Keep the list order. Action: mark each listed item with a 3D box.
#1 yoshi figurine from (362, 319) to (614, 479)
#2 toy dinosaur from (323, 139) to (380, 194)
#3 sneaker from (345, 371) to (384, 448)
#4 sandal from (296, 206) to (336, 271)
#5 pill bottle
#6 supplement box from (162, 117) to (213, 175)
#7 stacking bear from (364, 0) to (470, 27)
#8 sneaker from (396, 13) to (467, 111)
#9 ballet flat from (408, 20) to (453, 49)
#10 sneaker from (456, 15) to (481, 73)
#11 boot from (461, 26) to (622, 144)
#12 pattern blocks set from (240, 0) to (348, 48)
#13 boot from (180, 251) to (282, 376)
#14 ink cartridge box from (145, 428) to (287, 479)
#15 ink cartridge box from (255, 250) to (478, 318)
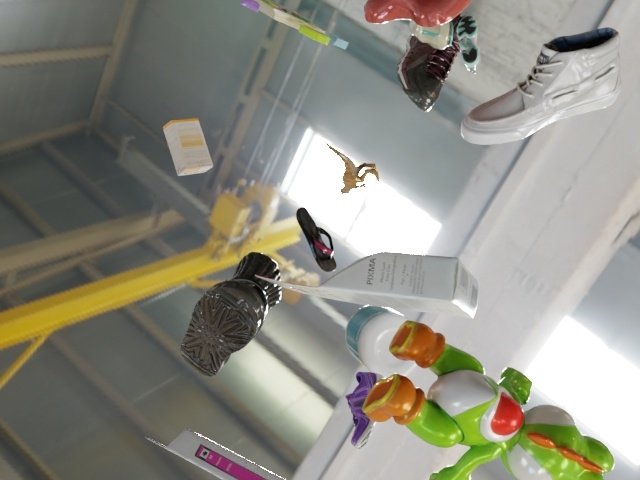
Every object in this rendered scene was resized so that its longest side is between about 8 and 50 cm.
[{"bbox_3d":[0.246,0.269,1.320,0.362,0.203,0.203,29,-156,-5],"label":"yoshi figurine"},{"bbox_3d":[0.074,-0.154,2.042,0.112,0.211,0.064,-10,-120,0],"label":"toy dinosaur"},{"bbox_3d":[0.081,0.342,1.816,0.071,0.068,0.170,13,-130,2],"label":"sneaker"},{"bbox_3d":[0.000,0.000,1.984,0.067,0.040,0.179,-77,-34,-51],"label":"sandal"},{"bbox_3d":[0.139,0.227,2.081,0.146,0.146,0.264,21,180,-10],"label":"pill bottle"},{"bbox_3d":[-0.246,-0.174,1.662,0.062,0.036,0.098,-11,-99,-42],"label":"supplement box"},{"bbox_3d":[0.113,-0.472,1.269,0.164,0.289,0.175,-45,-142,-23],"label":"stacking bear"},{"bbox_3d":[0.255,-0.403,1.900,0.106,0.162,0.281,37,-143,-24],"label":"sneaker"},{"bbox_3d":[0.214,-0.429,1.774,0.086,0.086,0.248,24,-162,-4],"label":"ballet flat"},{"bbox_3d":[0.266,-0.345,1.600,0.038,0.098,0.069,-3,165,15],"label":"sneaker"},{"bbox_3d":[0.327,-0.239,1.342,0.258,0.123,0.095,-21,-139,-6],"label":"boot"},{"bbox_3d":[-0.088,-0.510,2.011,0.285,0.026,0.325,35,-163,25],"label":"pattern blocks set"},{"bbox_3d":[-0.155,0.117,1.876,0.131,0.348,0.260,42,-128,-1],"label":"boot"},{"bbox_3d":[-0.172,0.474,1.839,0.371,0.069,0.176,17,162,30],"label":"ink cartridge box"},{"bbox_3d":[0.103,0.077,1.776,0.385,0.091,0.308,7,173,18],"label":"ink cartridge box"}]
